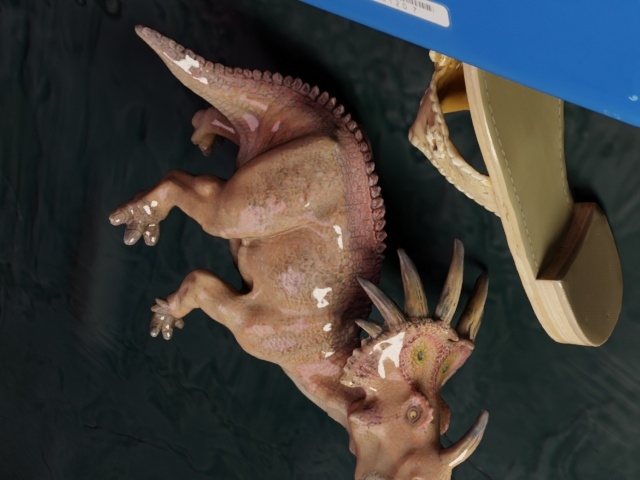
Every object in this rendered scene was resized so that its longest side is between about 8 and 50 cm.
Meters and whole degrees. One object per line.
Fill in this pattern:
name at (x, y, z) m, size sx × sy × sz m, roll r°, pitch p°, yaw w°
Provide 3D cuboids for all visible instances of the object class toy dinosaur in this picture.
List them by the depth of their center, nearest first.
toy dinosaur at (0.000, 0.000, 0.781) m, size 0.200 × 0.127 × 0.296 m, roll -5°, pitch 106°, yaw 39°

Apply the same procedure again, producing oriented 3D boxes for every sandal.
sandal at (0.082, -0.045, 0.676) m, size 0.079 × 0.088 × 0.240 m, roll 2°, pitch 129°, yaw 37°

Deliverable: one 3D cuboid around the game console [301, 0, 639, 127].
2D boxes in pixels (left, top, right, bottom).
game console at (0.058, -0.219, 0.529) m, size 0.293 × 0.173 × 0.250 m, roll 26°, pitch 153°, yaw 29°
